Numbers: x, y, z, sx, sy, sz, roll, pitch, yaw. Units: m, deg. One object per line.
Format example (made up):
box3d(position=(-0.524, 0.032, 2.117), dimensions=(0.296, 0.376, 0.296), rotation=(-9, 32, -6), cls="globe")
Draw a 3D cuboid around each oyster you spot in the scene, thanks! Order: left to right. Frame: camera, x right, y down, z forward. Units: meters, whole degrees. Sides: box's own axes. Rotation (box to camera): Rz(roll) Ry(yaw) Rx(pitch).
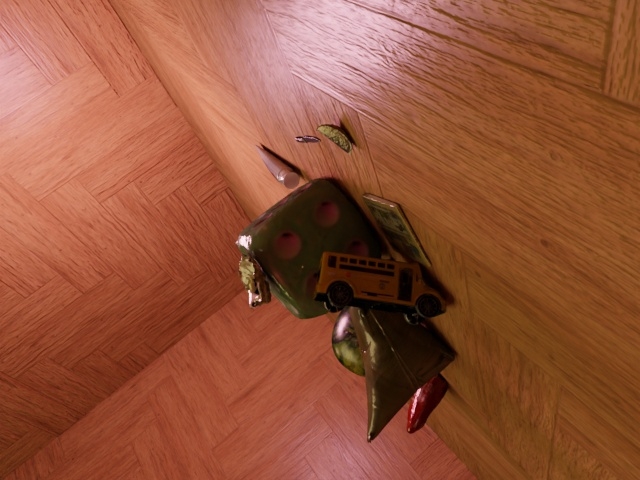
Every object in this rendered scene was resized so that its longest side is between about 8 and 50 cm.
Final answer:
box3d(position=(-0.173, 0.117, 1.404), dimensions=(0.133, 0.072, 0.209), rotation=(42, 144, 47), cls="oyster")

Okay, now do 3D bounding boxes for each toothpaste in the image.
box3d(position=(-0.162, -0.265, 1.827), dimensions=(0.100, 0.066, 0.323), rotation=(53, 175, -36), cls="toothpaste")

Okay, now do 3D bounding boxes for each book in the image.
box3d(position=(0.186, -0.029, 1.262), dimensions=(0.192, 0.013, 0.168), rotation=(56, 168, -26), cls="book")

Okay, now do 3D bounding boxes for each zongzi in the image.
box3d(position=(0.144, 0.344, 1.628), dimensions=(0.447, 0.418, 0.181), rotation=(42, 171, 8), cls="zongzi")

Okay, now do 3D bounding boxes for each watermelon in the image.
box3d(position=(0.179, 0.353, 1.849), dimensions=(0.285, 0.285, 0.285), rotation=(49, 169, 13), cls="watermelon")

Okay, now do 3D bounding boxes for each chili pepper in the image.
box3d(position=(0.399, 0.634, 1.986), dimensions=(0.136, 0.252, 0.144), rotation=(34, 163, -6), cls="chili pepper")

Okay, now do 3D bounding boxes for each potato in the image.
box3d(position=(0.041, -0.237, 1.135), dimensions=(0.093, 0.036, 0.037), rotation=(35, 135, -10), cls="potato")

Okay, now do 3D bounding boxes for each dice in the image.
box3d(position=(-0.038, 0.025, 1.529), dimensions=(0.322, 0.330, 0.318), rotation=(52, 170, -11), cls="dice")

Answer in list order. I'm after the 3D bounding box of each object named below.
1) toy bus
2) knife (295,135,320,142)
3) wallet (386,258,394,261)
box3d(position=(0.154, 0.121, 1.314), dimensions=(0.331, 0.151, 0.145), rotation=(8, 162, -4), cls="toy bus")
box3d(position=(-0.036, -0.274, 1.387), dimensions=(0.023, 0.010, 0.170), rotation=(50, 169, -24), cls="knife")
box3d(position=(0.239, 0.144, 1.534), dimensions=(0.142, 0.045, 0.204), rotation=(48, 169, 21), cls="wallet")
